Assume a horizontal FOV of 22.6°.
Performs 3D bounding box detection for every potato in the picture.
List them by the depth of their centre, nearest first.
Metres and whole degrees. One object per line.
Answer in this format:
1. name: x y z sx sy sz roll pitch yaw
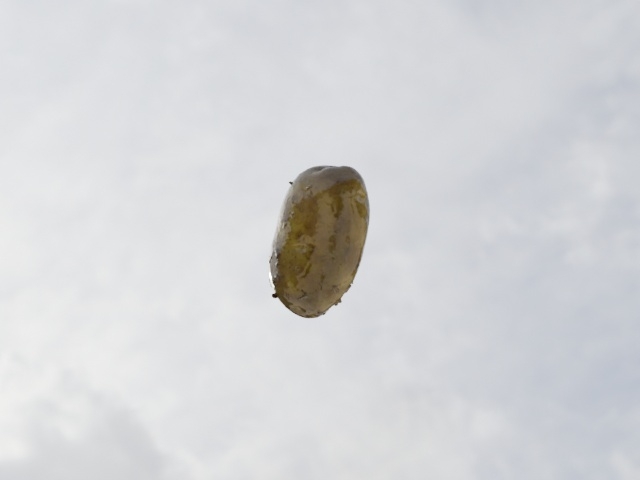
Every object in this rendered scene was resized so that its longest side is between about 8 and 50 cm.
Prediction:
1. potato: 0.000 0.000 0.836 0.040 0.051 0.083 3 -74 -64
